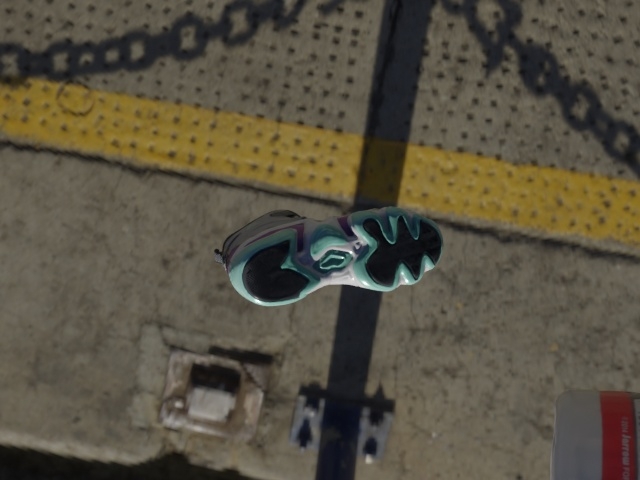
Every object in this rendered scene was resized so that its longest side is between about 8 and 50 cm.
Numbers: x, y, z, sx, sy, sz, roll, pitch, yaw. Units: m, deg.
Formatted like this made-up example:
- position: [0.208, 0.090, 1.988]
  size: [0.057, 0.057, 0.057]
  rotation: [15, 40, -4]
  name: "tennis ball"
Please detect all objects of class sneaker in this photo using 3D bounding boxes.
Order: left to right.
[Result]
- position: [0.000, 0.000, 0.518]
  size: [0.098, 0.069, 0.038]
  rotation: [-5, 104, -20]
  name: "sneaker"

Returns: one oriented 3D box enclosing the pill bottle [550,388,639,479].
- position: [0.297, 0.185, 0.683]
  size: [0.318, 0.176, 0.176]
  rotation: [3, 122, 11]
  name: "pill bottle"
